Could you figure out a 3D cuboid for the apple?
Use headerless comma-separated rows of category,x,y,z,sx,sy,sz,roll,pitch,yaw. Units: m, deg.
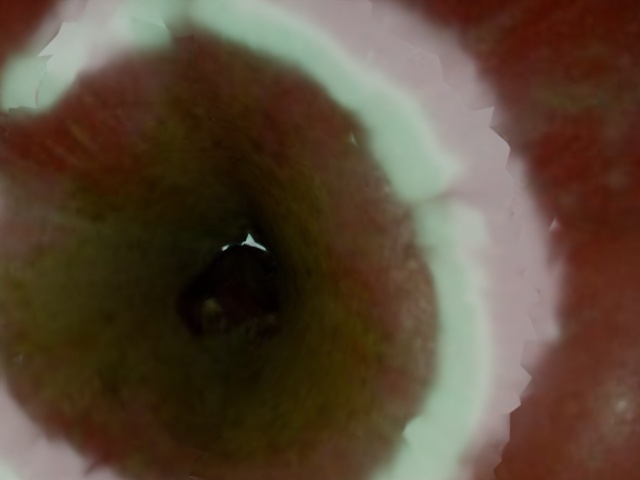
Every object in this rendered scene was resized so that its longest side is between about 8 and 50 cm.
apple,0.000,0.000,0.480,0.260,0.216,0.260,1,94,16
